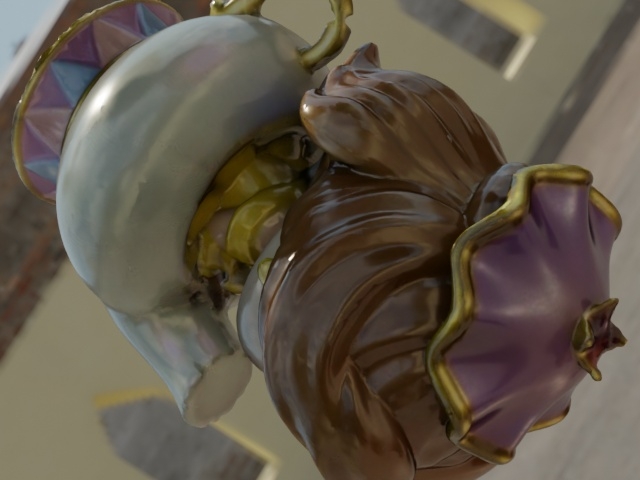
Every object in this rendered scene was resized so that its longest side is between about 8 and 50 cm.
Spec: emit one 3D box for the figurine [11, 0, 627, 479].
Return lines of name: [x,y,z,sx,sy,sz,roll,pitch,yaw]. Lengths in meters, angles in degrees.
figurine: [0.000,0.000,0.758,0.142,0.263,0.189,-2,-61,-53]
